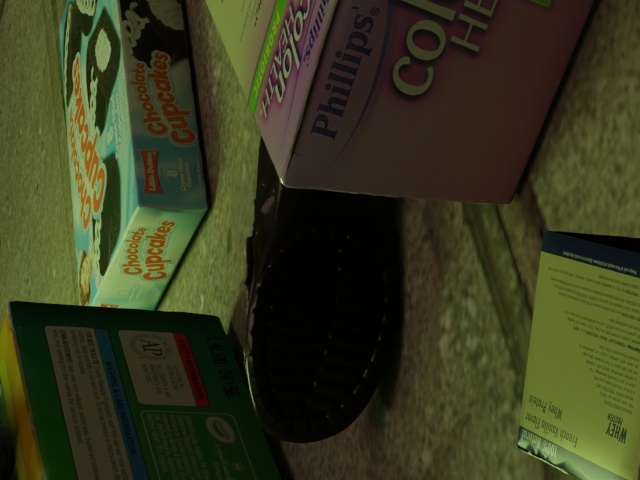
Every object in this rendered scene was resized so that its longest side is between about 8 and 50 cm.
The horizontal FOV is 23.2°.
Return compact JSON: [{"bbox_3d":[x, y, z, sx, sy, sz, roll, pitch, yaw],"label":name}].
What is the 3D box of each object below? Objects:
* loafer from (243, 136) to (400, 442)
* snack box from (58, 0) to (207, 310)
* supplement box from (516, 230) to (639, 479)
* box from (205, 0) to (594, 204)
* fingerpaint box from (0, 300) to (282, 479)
[{"bbox_3d":[0.000,0.000,0.849,0.078,0.080,0.220,160,118,-77],"label":"loafer"},{"bbox_3d":[-0.161,-0.108,1.281,0.187,0.060,0.321,122,145,-51],"label":"snack box"},{"bbox_3d":[0.117,0.044,0.551,0.083,0.056,0.083,-161,76,-68],"label":"supplement box"},{"bbox_3d":[0.033,-0.174,0.723,0.243,0.117,0.213,-112,34,-50],"label":"box"},{"bbox_3d":[-0.123,0.315,0.970,0.445,0.163,0.371,-118,39,-54],"label":"fingerpaint box"}]
